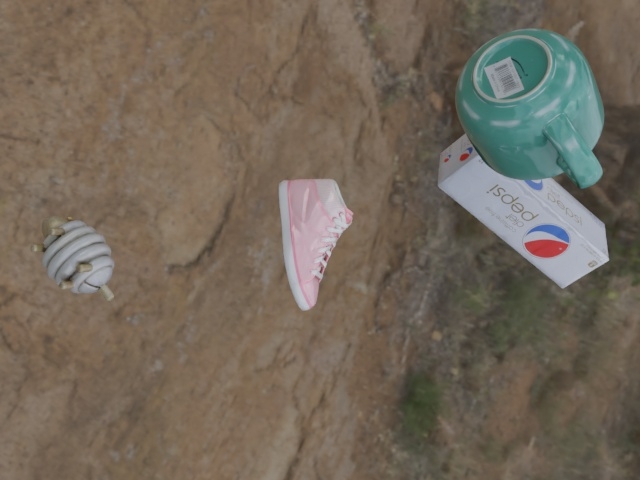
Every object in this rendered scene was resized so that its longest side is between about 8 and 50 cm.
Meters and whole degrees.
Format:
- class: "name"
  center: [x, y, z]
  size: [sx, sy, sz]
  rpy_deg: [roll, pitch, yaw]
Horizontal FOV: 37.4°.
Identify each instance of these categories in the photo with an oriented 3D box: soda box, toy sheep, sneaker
- class: "soda box"
  center: [0.238, -0.040, 1.103]
  size: [0.216, 0.074, 0.069]
  rpy_deg: [37, 37, -19]
- class: "toy sheep"
  center: [-0.299, 0.023, 1.163]
  size: [0.091, 0.132, 0.091]
  rpy_deg: [-35, 171, -6]
- class: "sneaker"
  center: [0.000, 0.000, 0.939]
  size: [0.051, 0.070, 0.134]
  rpy_deg: [48, 35, -74]

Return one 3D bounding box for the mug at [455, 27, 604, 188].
- class: "mug"
  center: [0.204, -0.131, 0.886]
  size: [0.129, 0.157, 0.097]
  rpy_deg: [-62, 144, -13]
